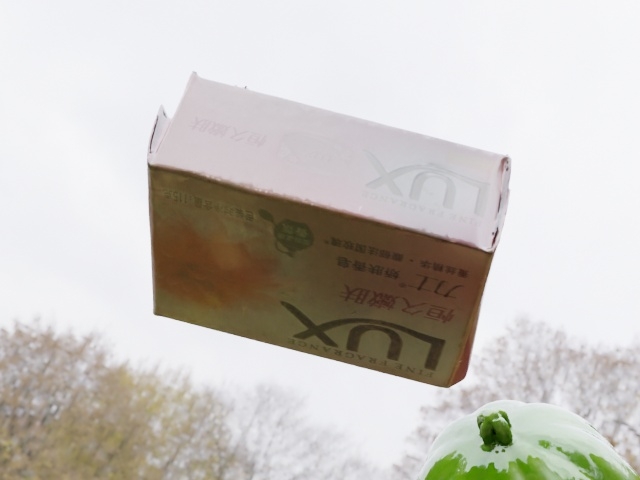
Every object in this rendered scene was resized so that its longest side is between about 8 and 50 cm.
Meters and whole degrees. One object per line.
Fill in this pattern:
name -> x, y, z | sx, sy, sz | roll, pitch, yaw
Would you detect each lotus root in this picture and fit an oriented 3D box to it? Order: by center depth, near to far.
lotus root -> 0.125, 0.165, 0.666 | 0.186, 0.186, 0.186 | 19, -27, 10

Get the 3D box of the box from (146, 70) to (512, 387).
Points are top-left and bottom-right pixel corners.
box -> 0.000, 0.000, 0.468 | 0.156, 0.060, 0.111 | 14, -38, 6
